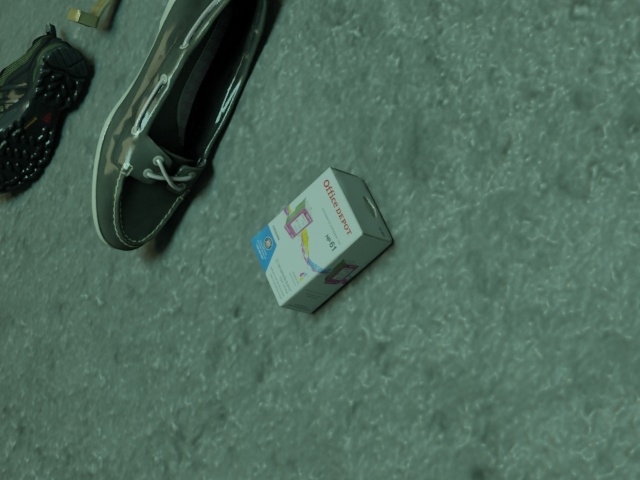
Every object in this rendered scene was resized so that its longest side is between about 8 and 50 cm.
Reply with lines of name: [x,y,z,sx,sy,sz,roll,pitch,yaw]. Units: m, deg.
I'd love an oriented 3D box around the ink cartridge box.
ink cartridge box: [0.000,0.000,1.314,0.122,0.052,0.088,-41,55,24]

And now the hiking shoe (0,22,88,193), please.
hiking shoe: [-0.376,-0.161,1.670,0.227,0.086,0.114,-52,38,11]

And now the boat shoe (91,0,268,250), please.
boat shoe: [-0.153,-0.141,1.442,0.095,0.112,0.335,20,89,46]

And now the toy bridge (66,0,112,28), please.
toy bridge: [-0.254,-0.349,1.611,0.026,0.063,0.188,17,91,41]
